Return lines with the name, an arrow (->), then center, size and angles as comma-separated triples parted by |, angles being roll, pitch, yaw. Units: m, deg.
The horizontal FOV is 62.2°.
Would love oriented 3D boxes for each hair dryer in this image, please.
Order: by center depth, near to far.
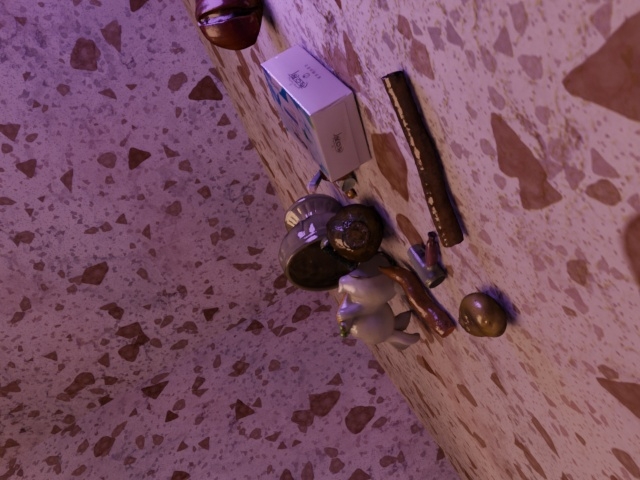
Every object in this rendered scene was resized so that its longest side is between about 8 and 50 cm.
hair dryer -> 0.240, 0.028, 1.174 | 0.154, 0.054, 0.106 | 90, 155, -57

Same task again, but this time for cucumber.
cucumber -> 0.084, 0.064, 1.678 | 0.044, 0.043, 0.256 | 2, 154, 40

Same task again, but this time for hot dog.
hot dog -> 0.066, -0.171, 1.607 | 0.137, 0.028, 0.044 | 53, 178, 33

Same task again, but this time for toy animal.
toy animal -> 0.171, 0.202, 1.637 | 0.183, 0.247, 0.310 | -94, -6, -67

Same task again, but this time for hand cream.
hand cream -> 0.019, -0.243, 1.535 | 0.255, 0.048, 0.079 | 55, 149, 31

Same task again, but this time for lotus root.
lotus root -> 0.099, -0.021, 1.487 | 0.160, 0.152, 0.275 | 57, -178, -4

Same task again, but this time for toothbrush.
toothbrush -> -0.002, -0.183, 1.506 | 0.342, 0.025, 0.030 | -66, -21, -73

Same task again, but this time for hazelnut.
hazelnut -> -0.237, -0.596, 1.370 | 0.178, 0.178, 0.204 | -139, 36, -69

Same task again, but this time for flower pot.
flower pot -> 0.000, 0.000, 1.798 | 0.307, 0.307, 0.244 | 67, -174, -47

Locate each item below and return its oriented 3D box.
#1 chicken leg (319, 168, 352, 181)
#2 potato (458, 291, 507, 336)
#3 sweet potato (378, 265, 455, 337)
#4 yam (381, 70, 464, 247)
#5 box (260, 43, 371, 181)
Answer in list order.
chicken leg -> 0.010, -0.264, 1.435 | 0.107, 0.087, 0.251 | 110, 136, -69
potato -> 0.309, 0.142, 1.006 | 0.092, 0.070, 0.138 | 61, 172, 4
sweet potato -> 0.256, 0.143, 1.422 | 0.281, 0.059, 0.067 | 54, 158, 33
yam -> 0.179, -0.132, 0.908 | 0.327, 0.045, 0.045 | 64, -157, -24
box -> -0.014, -0.303, 1.249 | 0.274, 0.116, 0.203 | 54, 172, 39
